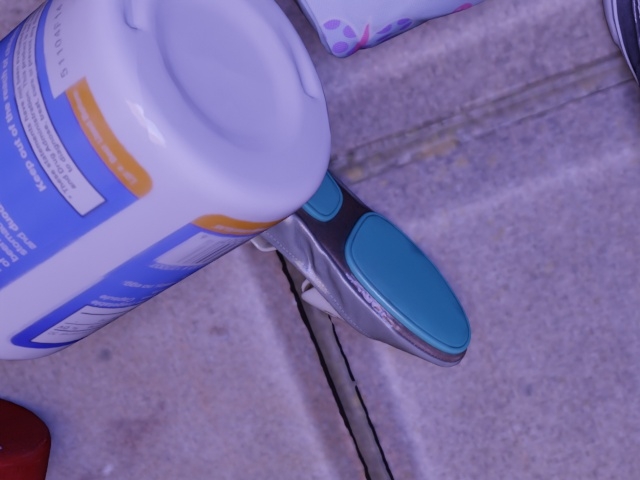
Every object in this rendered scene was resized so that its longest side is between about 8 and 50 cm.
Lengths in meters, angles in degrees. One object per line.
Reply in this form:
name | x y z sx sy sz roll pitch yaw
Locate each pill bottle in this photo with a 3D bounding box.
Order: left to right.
pill bottle | -0.139 -0.028 0.646 0.272 0.152 0.152 -29 102 34

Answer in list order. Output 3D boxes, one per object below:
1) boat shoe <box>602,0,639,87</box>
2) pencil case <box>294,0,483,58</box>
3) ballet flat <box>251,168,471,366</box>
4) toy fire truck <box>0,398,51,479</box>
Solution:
boat shoe | 0.214 -0.075 0.679 0.080 0.076 0.228 -14 103 7
pencil case | 0.098 -0.200 0.637 0.273 0.113 0.124 -25 79 9
ballet flat | 0.000 0.000 0.726 0.213 0.072 0.068 47 130 -7
toy fire truck | -0.299 0.190 0.687 0.302 0.254 0.169 14 104 0
